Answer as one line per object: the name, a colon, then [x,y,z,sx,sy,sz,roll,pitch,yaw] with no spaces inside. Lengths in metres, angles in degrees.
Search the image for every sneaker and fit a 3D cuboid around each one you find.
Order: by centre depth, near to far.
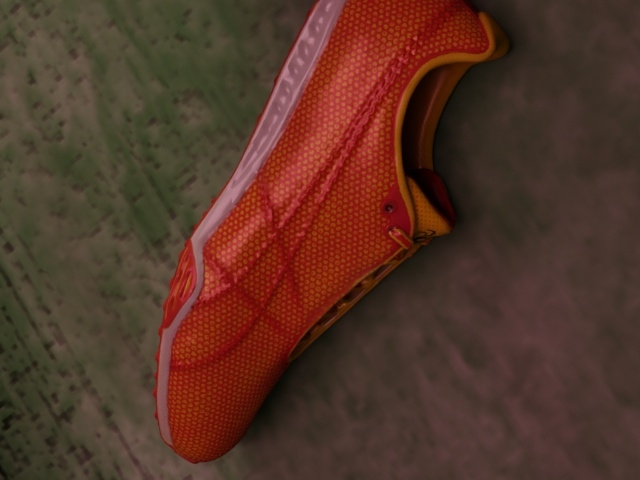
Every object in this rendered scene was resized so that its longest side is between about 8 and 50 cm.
sneaker: [0.000,0.000,0.553,0.067,0.064,0.175,31,108,12]
